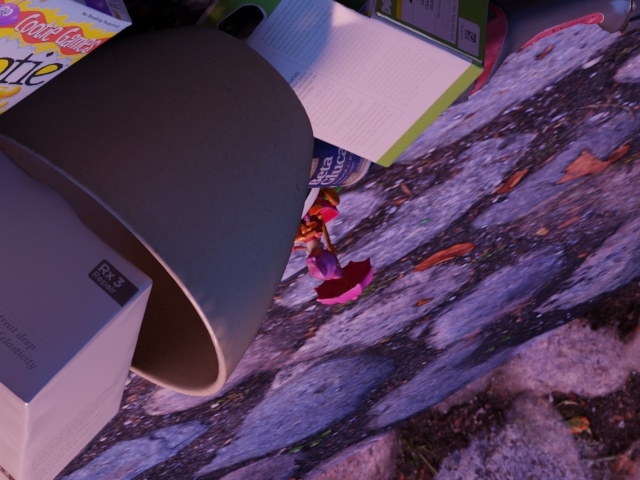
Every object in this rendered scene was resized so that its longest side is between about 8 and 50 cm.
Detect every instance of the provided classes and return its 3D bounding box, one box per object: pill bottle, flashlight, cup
[{"bbox_3d":[-0.030,-0.102,1.796,0.169,0.094,0.094,-5,154,-46],"label":"pill bottle"},{"bbox_3d":[0.231,-0.228,1.787,0.304,0.103,0.103,-19,-172,-20],"label":"flashlight"},{"bbox_3d":[-0.142,-0.058,1.503,0.237,0.331,0.331,-49,171,-23],"label":"cup"}]

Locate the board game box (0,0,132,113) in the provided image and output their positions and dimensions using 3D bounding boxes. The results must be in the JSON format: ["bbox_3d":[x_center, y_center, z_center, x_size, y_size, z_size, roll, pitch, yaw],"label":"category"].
[{"bbox_3d":[-0.303,-0.156,1.210,0.275,0.142,0.144,-32,161,20],"label":"board game box"}]

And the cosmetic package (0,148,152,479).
[{"bbox_3d":[-0.288,0.081,1.475,0.156,0.217,0.385,-47,171,-22],"label":"cosmetic package"}]

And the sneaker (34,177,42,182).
[{"bbox_3d":[-0.297,-0.027,1.716,0.126,0.091,0.240,-49,169,-40],"label":"sneaker"}]

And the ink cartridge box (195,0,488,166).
[{"bbox_3d":[0.007,-0.197,1.607,0.255,0.097,0.189,23,141,-19],"label":"ink cartridge box"}]

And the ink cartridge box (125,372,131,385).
[{"bbox_3d":[-0.342,0.123,1.926,0.087,0.153,0.208,-36,158,34],"label":"ink cartridge box"}]

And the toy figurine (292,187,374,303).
[{"bbox_3d":[0.000,0.000,2.017,0.130,0.159,0.173,-32,160,19],"label":"toy figurine"}]

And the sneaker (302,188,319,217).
[{"bbox_3d":[-0.109,-0.032,1.913,0.217,0.079,0.121,-32,162,23],"label":"sneaker"}]
